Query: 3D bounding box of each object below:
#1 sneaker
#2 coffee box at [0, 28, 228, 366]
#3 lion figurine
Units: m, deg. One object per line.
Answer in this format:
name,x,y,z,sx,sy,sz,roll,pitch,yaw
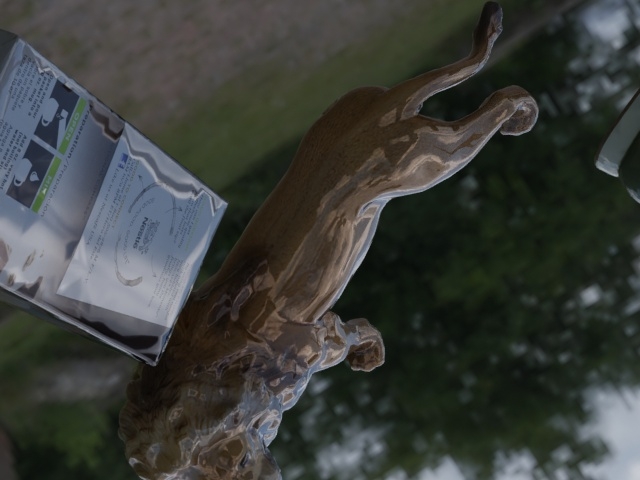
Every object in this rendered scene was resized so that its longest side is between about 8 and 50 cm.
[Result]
sneaker,0.240,-0.084,1.149,0.064,0.086,0.192,-23,151,-38
coffee box,-0.193,-0.037,1.084,0.119,0.168,0.297,-66,157,-7
lion figurine,0.000,0.000,1.334,0.240,0.142,0.392,0,117,-64
